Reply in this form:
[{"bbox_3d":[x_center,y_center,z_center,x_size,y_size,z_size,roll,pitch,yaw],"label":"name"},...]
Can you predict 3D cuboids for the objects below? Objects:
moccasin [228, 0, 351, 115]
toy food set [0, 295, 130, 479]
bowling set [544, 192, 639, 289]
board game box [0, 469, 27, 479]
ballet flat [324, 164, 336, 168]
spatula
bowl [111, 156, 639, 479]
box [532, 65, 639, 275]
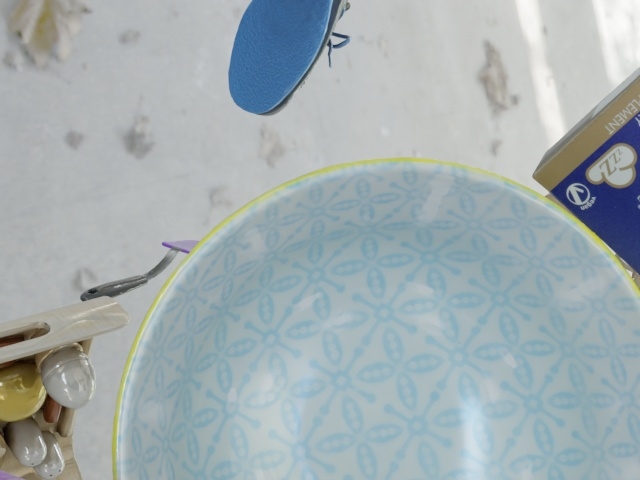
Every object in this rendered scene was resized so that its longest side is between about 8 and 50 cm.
[{"bbox_3d":[-0.002,-0.315,1.564,0.342,0.138,0.117,-61,162,13],"label":"moccasin"},{"bbox_3d":[-0.308,0.188,1.156,0.220,0.306,0.092,-15,54,-33],"label":"toy food set"},{"bbox_3d":[0.269,0.009,1.191,0.200,0.287,0.154,-48,139,-31],"label":"bowling set"},{"bbox_3d":[-0.147,0.201,0.542,0.056,0.347,0.208,-45,147,-56],"label":"board game box"},{"bbox_3d":[0.000,0.000,1.343,0.116,0.124,0.342,42,45,-1],"label":"ballet flat"},{"bbox_3d":[-0.251,0.043,1.811,0.296,0.084,0.030,-30,129,-51],"label":"spatula"},{"bbox_3d":[0.037,0.109,0.669,0.156,0.290,0.289,115,-30,-82],"label":"bowl"},{"bbox_3d":[0.246,-0.007,0.665,0.225,0.136,0.036,41,37,-3],"label":"box"}]
